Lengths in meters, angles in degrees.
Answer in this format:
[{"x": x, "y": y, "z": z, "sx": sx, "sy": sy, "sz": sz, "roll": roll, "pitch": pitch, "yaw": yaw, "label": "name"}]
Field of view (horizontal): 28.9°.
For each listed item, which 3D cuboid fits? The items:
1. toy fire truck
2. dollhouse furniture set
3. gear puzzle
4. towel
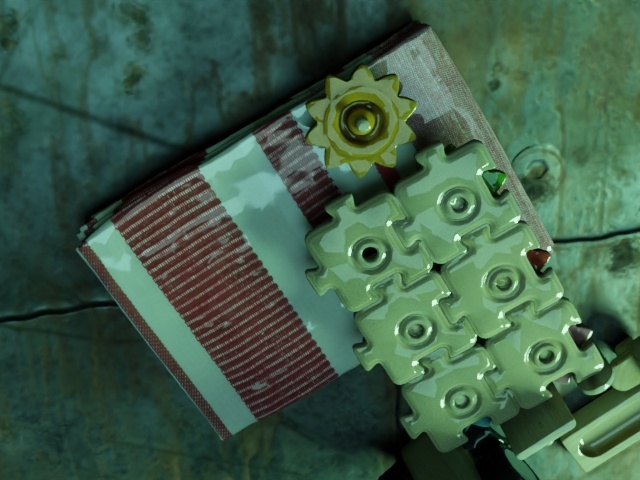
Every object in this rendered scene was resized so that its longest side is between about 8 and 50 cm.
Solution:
[{"x": 0.180, "y": 0.292, "z": 1.115, "sx": 0.158, "sy": 0.217, "sz": 0.246, "roll": -45, "pitch": 130, "yaw": 13, "label": "toy fire truck"}, {"x": 0.250, "y": 0.161, "z": 1.098, "sx": 0.144, "sy": 0.123, "sz": 0.151, "roll": -34, "pitch": 118, "yaw": 8, "label": "dollhouse furniture set"}, {"x": 0.082, "y": 0.010, "z": 0.988, "sx": 0.175, "sy": 0.044, "sz": 0.339, "roll": -30, "pitch": 113, "yaw": 7, "label": "gear puzzle"}, {"x": 0.000, "y": 0.000, "z": 1.009, "sx": 0.329, "sy": 0.037, "sz": 0.237, "roll": -30, "pitch": 115, "yaw": 5, "label": "towel"}]
